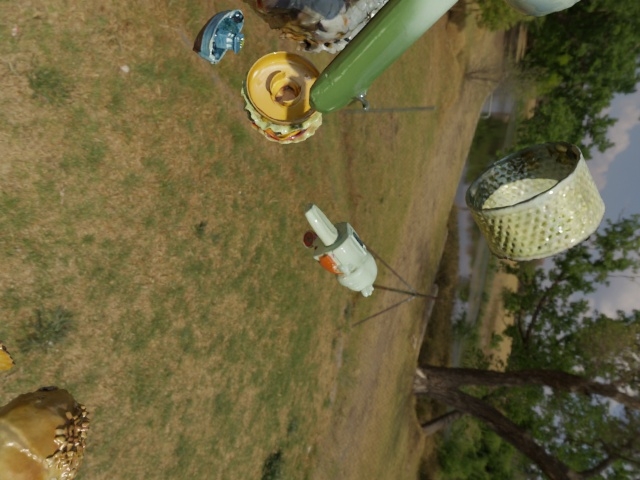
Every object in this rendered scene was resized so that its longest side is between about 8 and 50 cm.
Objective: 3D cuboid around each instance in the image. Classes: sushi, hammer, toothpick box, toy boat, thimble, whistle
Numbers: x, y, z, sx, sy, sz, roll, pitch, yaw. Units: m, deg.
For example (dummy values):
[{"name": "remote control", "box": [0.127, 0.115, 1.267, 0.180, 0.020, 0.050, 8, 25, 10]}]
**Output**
[{"name": "sushi", "box": [0.008, -0.572, 0.794, 0.417, 0.175, 0.418, -33, 138, -36]}, {"name": "hammer", "box": [0.098, -0.228, 0.408, 0.206, 0.335, 0.119, 11, 56, -39]}, {"name": "toothpick box", "box": [0.000, 0.000, 1.078, 0.083, 0.047, 0.047, 6, 92, -43]}, {"name": "toy boat", "box": [-0.160, -0.337, 0.702, 0.060, 0.060, 0.137, 103, 8, -51]}, {"name": "thimble", "box": [0.484, -0.093, 0.971, 0.150, 0.270, 0.271, 53, 43, -20]}, {"name": "whistle", "box": [0.044, 0.024, 0.877, 0.105, 0.101, 0.253, -43, 120, -8]}]

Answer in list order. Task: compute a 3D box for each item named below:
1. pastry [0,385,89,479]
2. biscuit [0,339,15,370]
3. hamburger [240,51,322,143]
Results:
[{"name": "pastry", "box": [-0.510, 0.389, 0.666, 0.310, 0.161, 0.255, -34, 149, -57]}, {"name": "biscuit", "box": [-0.549, 0.093, 0.548, 0.013, 0.236, 0.232, -87, -175, -51]}, {"name": "hamburger", "box": [-0.117, -0.448, 1.366, 0.212, 0.274, 0.275, 133, -31, -79]}]
